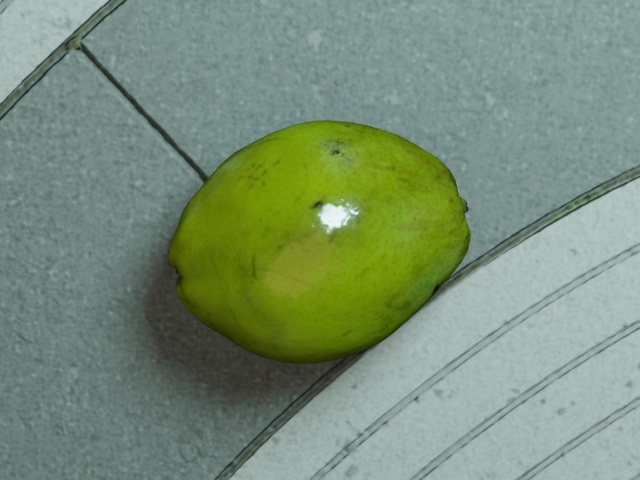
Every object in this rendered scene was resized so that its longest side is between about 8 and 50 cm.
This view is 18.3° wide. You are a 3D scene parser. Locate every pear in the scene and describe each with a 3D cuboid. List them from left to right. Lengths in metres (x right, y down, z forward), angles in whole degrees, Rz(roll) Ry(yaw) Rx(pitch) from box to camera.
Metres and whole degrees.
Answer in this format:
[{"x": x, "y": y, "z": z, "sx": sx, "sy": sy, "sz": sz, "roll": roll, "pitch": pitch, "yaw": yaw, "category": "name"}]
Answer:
[{"x": 0.000, "y": 0.000, "z": 1.756, "sx": 0.269, "sy": 0.212, "sz": 0.212, "roll": -12, "pitch": 108, "yaw": 2, "category": "pear"}]
